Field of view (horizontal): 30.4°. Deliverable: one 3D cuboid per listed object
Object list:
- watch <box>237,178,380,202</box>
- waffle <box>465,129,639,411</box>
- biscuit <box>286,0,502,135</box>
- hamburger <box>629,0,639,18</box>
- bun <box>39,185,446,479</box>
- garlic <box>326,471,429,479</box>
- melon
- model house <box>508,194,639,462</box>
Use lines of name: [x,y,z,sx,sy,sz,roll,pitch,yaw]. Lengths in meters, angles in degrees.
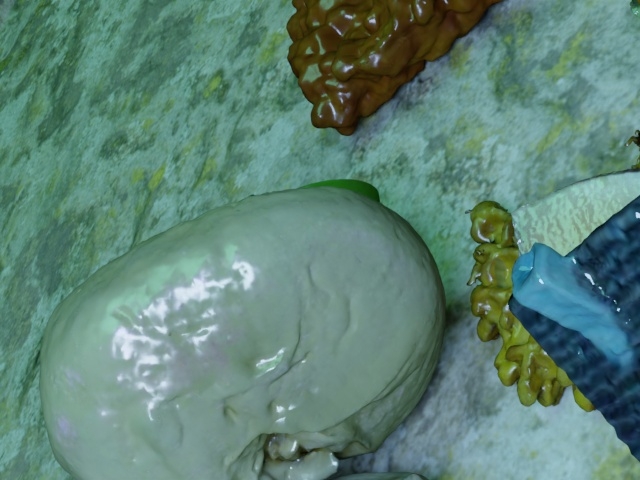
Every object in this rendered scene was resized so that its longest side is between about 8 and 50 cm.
watch: [0.000,0.000,1.197,0.152,0.165,0.131,-24,64,16]
waffle: [0.236,0.006,0.952,0.293,0.069,0.260,-37,36,27]
biscuit: [0.086,-0.302,1.372,0.312,0.110,0.318,-41,36,23]
hamburger: [0.347,-0.251,0.944,0.246,0.170,0.246,-29,42,30]
bun: [-0.059,0.116,0.999,0.361,0.361,0.213,-35,65,27]
garlic: [-0.021,0.275,0.998,0.318,0.112,0.143,-26,17,45]
melon: [0.230,-0.009,0.874,0.182,0.054,0.098,-32,49,33]
model house: [0.255,0.047,0.665,0.261,0.241,0.226,-49,19,49]
